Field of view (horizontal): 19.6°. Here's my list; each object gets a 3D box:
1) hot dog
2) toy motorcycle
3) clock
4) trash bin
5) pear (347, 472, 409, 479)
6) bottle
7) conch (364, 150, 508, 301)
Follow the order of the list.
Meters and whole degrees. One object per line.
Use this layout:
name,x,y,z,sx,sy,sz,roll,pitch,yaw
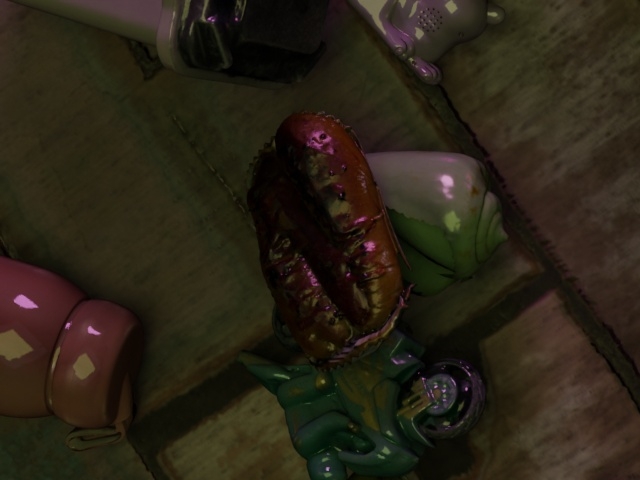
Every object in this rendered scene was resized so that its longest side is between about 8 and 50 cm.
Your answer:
hot dog,0.000,0.000,1.884,0.163,0.082,0.270,-34,67,35
toy motorcycle,0.033,0.160,1.942,0.296,0.109,0.198,36,92,40
clock,0.101,-0.264,1.950,0.117,0.080,0.176,-44,84,12
trash bin,-0.173,-0.331,1.915,0.368,0.256,0.296,15,98,29
pear,0.073,0.417,1.943,0.286,0.176,0.282,40,102,9
bottle,-0.343,0.118,2.036,0.297,0.173,0.206,14,127,10
conch,0.081,-0.019,1.946,0.251,0.137,0.143,-4,135,26
